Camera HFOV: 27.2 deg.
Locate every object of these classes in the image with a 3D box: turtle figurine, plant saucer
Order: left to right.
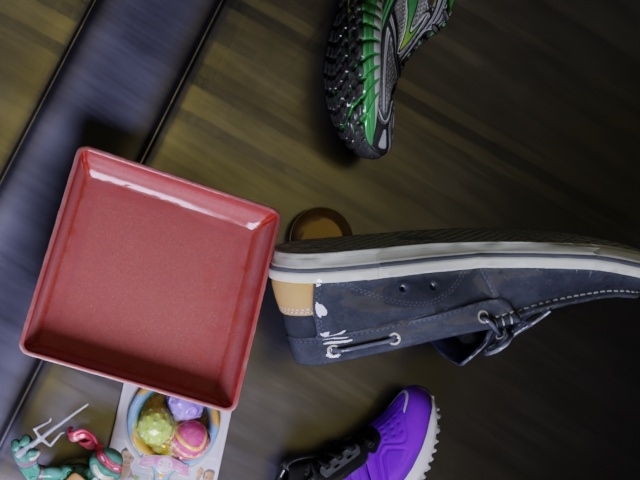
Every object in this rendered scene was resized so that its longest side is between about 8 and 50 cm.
[{"bbox_3d":[-0.289,0.306,1.490,0.175,0.118,0.234,40,93,10],"label":"turtle figurine"},{"bbox_3d":[-0.197,0.049,1.549,0.259,0.048,0.258,19,69,-16],"label":"plant saucer"},{"bbox_3d":[0.000,0.000,1.649,0.083,0.015,0.083,1,86,-17],"label":"plant saucer"}]

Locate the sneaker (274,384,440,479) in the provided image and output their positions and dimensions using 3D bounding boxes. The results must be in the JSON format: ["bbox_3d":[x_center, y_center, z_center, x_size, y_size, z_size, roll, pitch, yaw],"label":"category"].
[{"bbox_3d":[0.028,0.286,1.595,0.146,0.102,0.293,33,78,-12],"label":"sneaker"}]

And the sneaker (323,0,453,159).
[{"bbox_3d":[0.096,-0.266,1.633,0.146,0.134,0.343,12,83,-17],"label":"sneaker"}]

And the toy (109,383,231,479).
[{"bbox_3d":[-0.174,0.236,1.561,0.137,0.056,0.237,15,83,-17],"label":"toy"}]

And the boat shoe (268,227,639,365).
[{"bbox_3d":[0.181,0.068,1.619,0.500,0.187,0.156,-4,97,-17],"label":"boat shoe"}]
